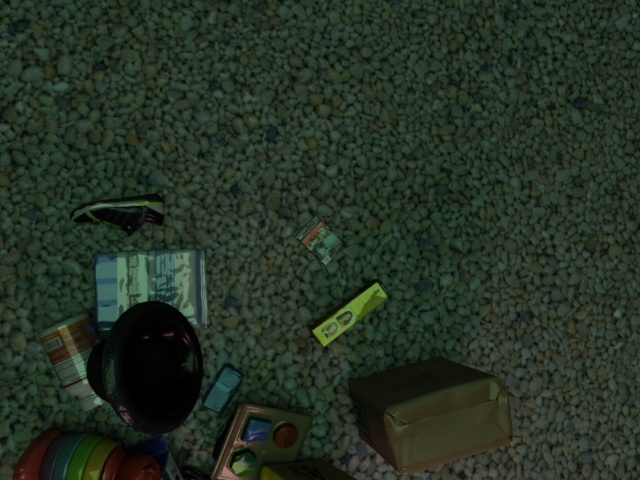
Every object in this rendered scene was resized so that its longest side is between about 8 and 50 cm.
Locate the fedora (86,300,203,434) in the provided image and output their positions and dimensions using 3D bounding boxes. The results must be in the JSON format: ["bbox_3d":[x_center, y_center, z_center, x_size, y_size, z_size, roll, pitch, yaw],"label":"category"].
[{"bbox_3d":[-0.426,0.300,1.303,0.152,0.334,0.334,-9,89,22],"label":"fedora"}]

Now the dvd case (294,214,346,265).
[{"bbox_3d":[0.000,0.000,1.526,0.119,0.013,0.087,44,80,-6],"label":"dvd case"}]

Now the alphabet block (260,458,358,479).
[{"bbox_3d":[-0.029,0.669,1.357,0.197,0.193,0.193,10,86,-40],"label":"alphabet block"}]

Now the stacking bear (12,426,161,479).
[{"bbox_3d":[-0.513,0.536,1.275,0.288,0.164,0.175,8,129,6],"label":"stacking bear"}]

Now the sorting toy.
[{"bbox_3d":[-0.160,0.572,1.404,0.229,0.041,0.307,19,95,-29],"label":"sorting toy"}]

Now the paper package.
[{"bbox_3d":[0.262,0.429,1.400,0.309,0.325,0.168,-11,90,-13],"label":"paper package"}]

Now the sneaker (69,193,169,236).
[{"bbox_3d":[-0.502,-0.055,1.384,0.234,0.084,0.097,-10,90,-13],"label":"sneaker"}]

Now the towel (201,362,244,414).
[{"bbox_3d":[-0.254,0.388,1.442,0.067,0.029,0.119,33,80,-8],"label":"towel"}]

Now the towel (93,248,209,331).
[{"bbox_3d":[-0.432,0.128,1.416,0.284,0.034,0.209,-1,87,-12],"label":"towel"}]

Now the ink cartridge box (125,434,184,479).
[{"bbox_3d":[-0.399,0.663,1.359,0.165,0.065,0.333,-26,92,6],"label":"ink cartridge box"}]

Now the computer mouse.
[{"bbox_3d":[-0.258,0.519,1.422,0.184,0.060,0.262,20,95,-15],"label":"computer mouse"}]

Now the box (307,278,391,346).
[{"bbox_3d":[0.078,0.194,1.497,0.232,0.087,0.058,-36,93,-11],"label":"box"}]

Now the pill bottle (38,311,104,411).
[{"bbox_3d":[-0.576,0.293,1.331,0.121,0.121,0.216,-25,93,-12],"label":"pill bottle"}]
